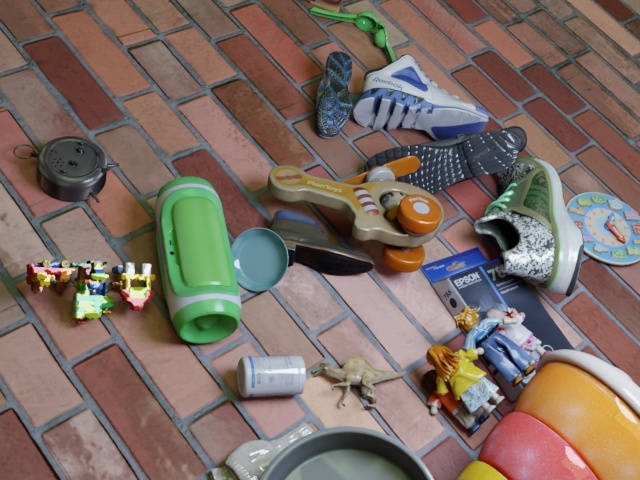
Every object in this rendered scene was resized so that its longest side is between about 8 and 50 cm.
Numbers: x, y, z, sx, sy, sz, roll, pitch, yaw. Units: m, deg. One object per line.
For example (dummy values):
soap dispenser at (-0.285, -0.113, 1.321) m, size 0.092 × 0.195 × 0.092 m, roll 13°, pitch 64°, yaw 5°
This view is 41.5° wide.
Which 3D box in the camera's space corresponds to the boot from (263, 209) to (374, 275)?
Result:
boot at (0.000, 0.000, 1.650) m, size 0.219 × 0.082 × 0.106 m, roll 11°, pitch 54°, yaw -9°

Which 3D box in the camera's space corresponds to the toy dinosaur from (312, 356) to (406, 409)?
toy dinosaur at (0.080, 0.249, 1.505) m, size 0.183 × 0.053 × 0.092 m, roll 6°, pitch 51°, yaw -14°

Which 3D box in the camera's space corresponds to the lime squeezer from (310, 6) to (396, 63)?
lime squeezer at (0.123, -0.512, 2.100) m, size 0.310 × 0.059 × 0.110 m, roll 44°, pitch 53°, yaw 15°

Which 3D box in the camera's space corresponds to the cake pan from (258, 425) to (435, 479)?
cake pan at (0.039, 0.425, 1.261) m, size 0.293 × 0.054 × 0.293 m, roll -2°, pitch 55°, yaw 3°

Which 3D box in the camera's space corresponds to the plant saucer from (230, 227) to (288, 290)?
plant saucer at (-0.113, 0.036, 1.585) m, size 0.119 × 0.119 × 0.021 m, roll 43°, pitch 10°, yaw 15°

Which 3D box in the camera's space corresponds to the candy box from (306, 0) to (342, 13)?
candy box at (-0.022, -0.660, 2.129) m, size 0.187 × 0.109 × 0.053 m, roll 20°, pitch 51°, yaw -4°

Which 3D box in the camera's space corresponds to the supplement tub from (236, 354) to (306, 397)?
supplement tub at (-0.085, 0.233, 1.449) m, size 0.107 × 0.071 × 0.071 m, roll 1°, pitch 54°, yaw -19°

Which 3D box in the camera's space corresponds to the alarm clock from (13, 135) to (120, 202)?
alarm clock at (-0.493, -0.147, 1.610) m, size 0.192 × 0.064 × 0.129 m, roll 17°, pitch 50°, yaw -2°

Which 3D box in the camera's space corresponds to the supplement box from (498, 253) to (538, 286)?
supplement box at (0.430, 0.045, 1.790) m, size 0.098 × 0.036 × 0.062 m, roll 29°, pitch 49°, yaw 4°

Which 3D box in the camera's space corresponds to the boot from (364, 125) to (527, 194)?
boot at (0.280, -0.171, 1.846) m, size 0.338 × 0.118 × 0.223 m, roll -7°, pitch 8°, yaw 17°

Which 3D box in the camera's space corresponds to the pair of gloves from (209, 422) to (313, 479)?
pair of gloves at (-0.049, 0.417, 1.340) m, size 0.204 × 0.042 × 0.240 m, roll -15°, pitch 59°, yaw -28°

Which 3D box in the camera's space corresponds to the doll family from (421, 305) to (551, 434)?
doll family at (0.289, 0.208, 1.520) m, size 0.263 × 0.118 × 0.163 m, roll -42°, pitch 69°, yaw -13°

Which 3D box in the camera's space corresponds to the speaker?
speaker at (-0.224, 0.032, 1.522) m, size 0.131 × 0.131 × 0.296 m, roll -2°, pitch 55°, yaw -20°

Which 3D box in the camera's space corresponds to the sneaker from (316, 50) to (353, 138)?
sneaker at (0.030, -0.320, 1.913) m, size 0.080 × 0.081 × 0.211 m, roll 15°, pitch 68°, yaw -9°

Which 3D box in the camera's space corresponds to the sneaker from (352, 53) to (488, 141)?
sneaker at (0.234, -0.341, 1.954) m, size 0.316 × 0.127 × 0.182 m, roll 10°, pitch 57°, yaw -10°

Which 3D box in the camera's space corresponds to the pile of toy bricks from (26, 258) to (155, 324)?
pile of toy bricks at (-0.401, 0.092, 1.445) m, size 0.212 × 0.118 × 0.105 m, roll 5°, pitch 80°, yaw -35°

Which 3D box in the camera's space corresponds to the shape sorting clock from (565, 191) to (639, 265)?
shape sorting clock at (0.654, -0.031, 1.922) m, size 0.206 × 0.040 × 0.206 m, roll 9°, pitch 51°, yaw -12°

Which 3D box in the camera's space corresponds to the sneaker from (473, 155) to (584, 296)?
sneaker at (0.404, -0.056, 1.746) m, size 0.182 × 0.158 × 0.410 m, roll 7°, pitch 34°, yaw -10°

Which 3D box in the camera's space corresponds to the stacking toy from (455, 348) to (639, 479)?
stacking toy at (0.321, 0.431, 1.346) m, size 0.480 × 0.350 × 0.350 m, roll -32°, pitch 68°, yaw -14°

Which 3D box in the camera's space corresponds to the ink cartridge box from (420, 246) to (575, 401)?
ink cartridge box at (0.354, 0.143, 1.674) m, size 0.165 × 0.065 × 0.332 m, roll -19°, pitch 61°, yaw -29°

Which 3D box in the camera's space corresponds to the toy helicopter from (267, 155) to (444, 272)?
toy helicopter at (0.072, -0.092, 1.674) m, size 0.355 × 0.140 × 0.235 m, roll 14°, pitch 43°, yaw -1°
